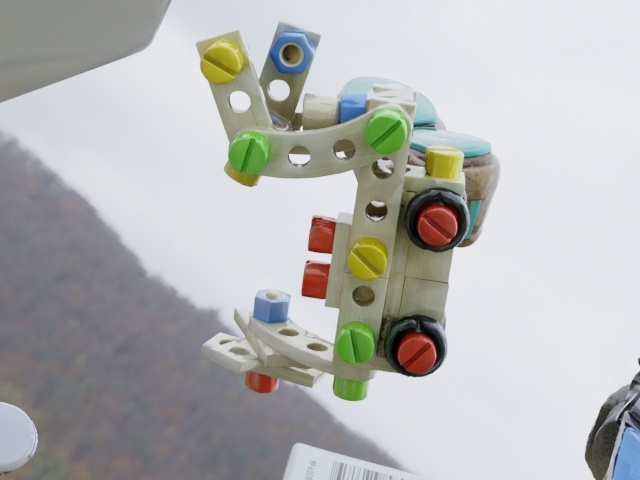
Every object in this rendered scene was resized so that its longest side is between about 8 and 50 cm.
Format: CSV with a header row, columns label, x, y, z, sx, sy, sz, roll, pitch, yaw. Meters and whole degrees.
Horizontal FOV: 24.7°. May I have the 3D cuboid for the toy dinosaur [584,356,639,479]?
label,x,y,z,sx,sy,sz,roll,pitch,yaw
toy dinosaur,0.344,0.213,1.617,0.121,0.160,0.313,41,-14,-7

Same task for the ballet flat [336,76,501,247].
label,x,y,z,sx,sy,sz,roll,pitch,yaw
ballet flat,0.092,-0.075,1.509,0.342,0.116,0.124,-136,-136,-63

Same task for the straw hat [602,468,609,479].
label,x,y,z,sx,sy,sz,roll,pitch,yaw
straw hat,0.316,0.258,1.392,0.061,0.144,0.144,31,-11,-10

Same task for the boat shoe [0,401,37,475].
label,x,y,z,sx,sy,sz,roll,pitch,yaw
boat shoe,-0.355,0.159,1.235,0.229,0.080,0.076,8,-27,-14

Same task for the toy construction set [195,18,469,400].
label,x,y,z,sx,sy,sz,roll,pitch,yaw
toy construction set,0.000,0.000,1.125,0.215,0.151,0.327,8,-57,1

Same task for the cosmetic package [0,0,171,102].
label,x,y,z,sx,sy,sz,roll,pitch,yaw
cosmetic package,-0.090,-0.160,0.363,0.160,0.113,0.309,62,-23,9

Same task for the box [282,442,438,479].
label,x,y,z,sx,sy,sz,roll,pitch,yaw
box,0.018,0.175,0.745,0.101,0.087,0.102,15,27,2

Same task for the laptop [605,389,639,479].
label,x,y,z,sx,sy,sz,roll,pitch,yaw
laptop,0.350,0.150,0.680,0.382,0.408,0.236,41,-18,5
